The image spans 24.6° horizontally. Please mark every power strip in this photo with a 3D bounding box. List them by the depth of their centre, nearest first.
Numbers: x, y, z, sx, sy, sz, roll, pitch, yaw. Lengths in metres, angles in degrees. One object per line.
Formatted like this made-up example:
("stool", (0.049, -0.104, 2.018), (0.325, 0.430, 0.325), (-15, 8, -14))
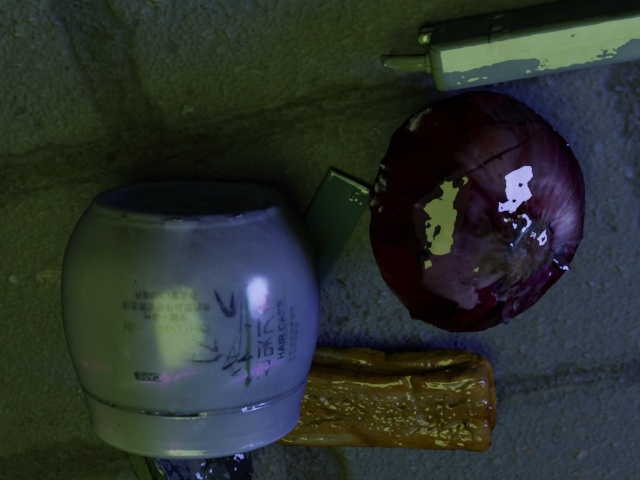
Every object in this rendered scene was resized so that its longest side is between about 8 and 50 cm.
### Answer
("power strip", (0.202, -0.199, 1.466), (0.288, 0.093, 0.053), (-8, 115, 14))

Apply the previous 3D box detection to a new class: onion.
("onion", (0.147, -0.033, 1.511), (0.252, 0.219, 0.252), (-14, 114, -34))

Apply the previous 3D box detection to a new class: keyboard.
("keyboard", (0.000, 0.000, 1.653), (0.055, 0.014, 0.176), (26, 119, -4))

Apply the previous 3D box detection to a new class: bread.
("bread", (0.068, 0.187, 1.707), (0.271, 0.077, 0.139), (-1, 121, 12))

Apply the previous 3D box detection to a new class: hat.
("hat", (-0.151, 0.257, 1.744), (0.128, 0.265, 0.265), (-25, 115, -15))

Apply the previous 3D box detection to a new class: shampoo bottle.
("shampoo bottle", (-0.136, 0.080, 1.562), (0.273, 0.273, 0.266), (1, 104, 10))
